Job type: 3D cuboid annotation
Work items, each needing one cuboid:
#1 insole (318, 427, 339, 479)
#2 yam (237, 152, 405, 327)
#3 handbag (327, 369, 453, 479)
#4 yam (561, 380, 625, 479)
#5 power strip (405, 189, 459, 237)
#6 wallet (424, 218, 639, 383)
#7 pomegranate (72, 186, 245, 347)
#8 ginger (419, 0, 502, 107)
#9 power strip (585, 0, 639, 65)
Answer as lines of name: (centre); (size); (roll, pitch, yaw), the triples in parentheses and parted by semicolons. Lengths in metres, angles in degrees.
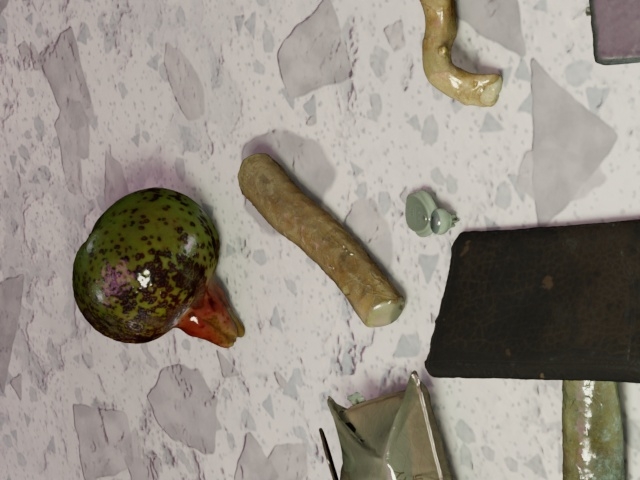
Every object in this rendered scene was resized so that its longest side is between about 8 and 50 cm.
insole: (0.042, 0.367, 1.968); (0.111, 0.007, 0.328); (-107, 1, -66)
yam: (0.000, 0.000, 1.995); (0.300, 0.066, 0.066); (45, 130, 34)
handbag: (0.092, 0.297, 1.913); (0.182, 0.117, 0.270); (-20, 85, 44)
yam: (0.284, 0.209, 1.704); (0.068, 0.068, 0.169); (11, 105, 48)
power strip: (0.126, -0.029, 1.870); (0.083, 0.035, 0.055); (27, 119, 58)
wallet: (0.243, 0.065, 1.706); (0.321, 0.044, 0.170); (-5, 69, 51)
pomegranate: (-0.205, 0.058, 2.169); (0.248, 0.214, 0.214); (41, 137, -8)
ginger: (0.120, -0.274, 1.784); (0.089, 0.075, 0.288); (66, -175, -82)
power strip: (0.359, -0.219, 1.472); (0.256, 0.070, 0.105); (-2, 97, 32)
